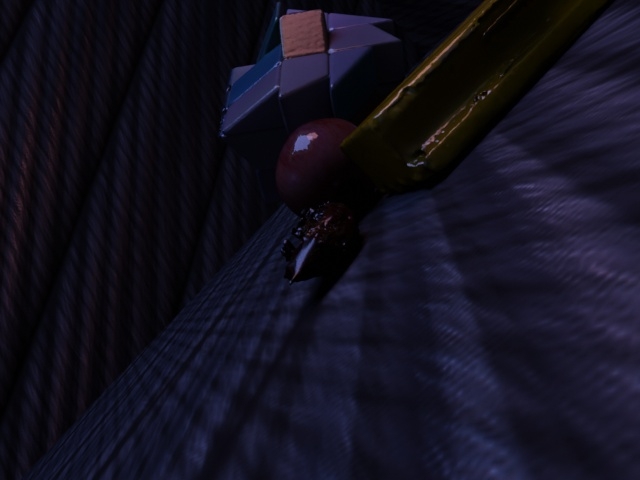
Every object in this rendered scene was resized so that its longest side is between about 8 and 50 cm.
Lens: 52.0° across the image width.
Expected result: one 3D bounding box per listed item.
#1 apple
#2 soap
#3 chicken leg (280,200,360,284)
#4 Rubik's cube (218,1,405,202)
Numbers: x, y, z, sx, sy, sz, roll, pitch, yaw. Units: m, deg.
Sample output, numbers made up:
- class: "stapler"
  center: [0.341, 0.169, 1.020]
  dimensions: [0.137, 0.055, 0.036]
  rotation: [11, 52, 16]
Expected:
- class: "apple"
  center: [0.011, -0.093, 0.918]
  dimensions: [0.153, 0.120, 0.154]
  rotation: [-27, -42, -28]
- class: "soap"
  center: [0.177, -0.200, 0.778]
  dimensions: [0.324, 0.096, 0.204]
  rotation: [-46, 7, -7]
- class: "chicken leg"
  center: [0.000, 0.000, 0.771]
  dimensions: [0.105, 0.063, 0.234]
  rotation: [-49, 8, 4]
- class: "Rubik's cube"
  center: [-0.008, -0.268, 1.325]
  dimensions: [0.367, 0.358, 0.387]
  rotation: [-8, 44, 7]
